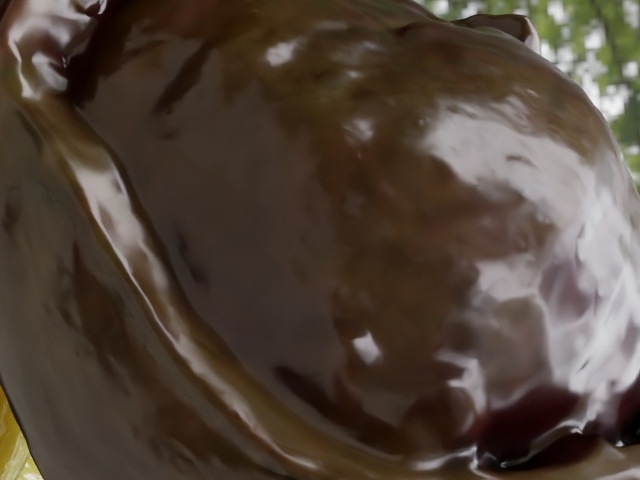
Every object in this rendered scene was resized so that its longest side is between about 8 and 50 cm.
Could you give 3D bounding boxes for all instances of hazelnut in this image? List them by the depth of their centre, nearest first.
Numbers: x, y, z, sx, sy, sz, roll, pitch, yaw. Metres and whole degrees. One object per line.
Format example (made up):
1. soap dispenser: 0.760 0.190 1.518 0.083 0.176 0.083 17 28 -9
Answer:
1. hazelnut: -0.004 0.003 0.456 0.202 0.160 0.170 58 22 -7

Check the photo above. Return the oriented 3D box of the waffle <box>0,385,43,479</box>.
1. waffle: -0.112 0.080 0.683 0.274 0.057 0.168 -3 112 -76
